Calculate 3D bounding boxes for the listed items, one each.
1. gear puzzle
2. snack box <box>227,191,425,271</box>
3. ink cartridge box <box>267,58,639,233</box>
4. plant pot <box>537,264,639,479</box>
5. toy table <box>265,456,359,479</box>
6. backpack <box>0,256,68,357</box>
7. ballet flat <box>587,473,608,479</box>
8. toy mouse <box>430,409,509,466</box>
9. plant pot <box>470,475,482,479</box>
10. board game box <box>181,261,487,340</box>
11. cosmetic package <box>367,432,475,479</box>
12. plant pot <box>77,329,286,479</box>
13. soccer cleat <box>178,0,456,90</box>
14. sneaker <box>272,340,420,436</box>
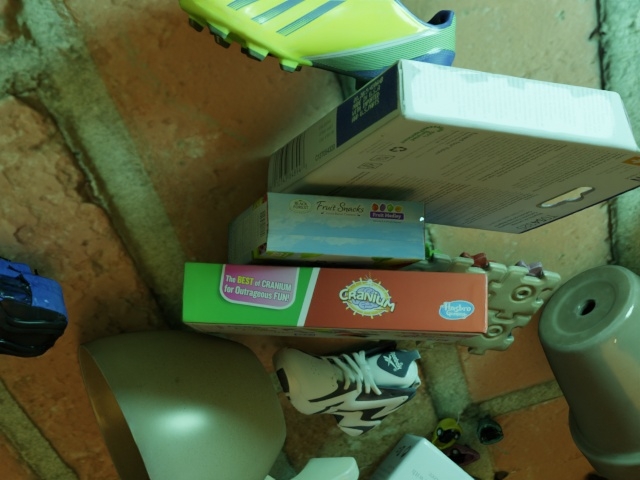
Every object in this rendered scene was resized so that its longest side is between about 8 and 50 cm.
[{"bbox_3d":[0.124,0.064,1.535,0.339,0.044,0.175,9,134,-21],"label":"gear puzzle"},{"bbox_3d":[0.000,0.000,1.322,0.175,0.070,0.207,4,169,-16],"label":"snack box"},{"bbox_3d":[0.154,-0.087,1.251,0.330,0.071,0.324,5,165,-24],"label":"ink cartridge box"},{"bbox_3d":[0.409,0.158,1.595,0.263,0.263,0.229,-34,116,19],"label":"plant pot"},{"bbox_3d":[-0.082,0.361,1.639,0.274,0.161,0.252,6,121,15],"label":"toy table"},{"bbox_3d":[-0.348,0.072,1.353,0.120,0.101,0.098,19,129,-37],"label":"backpack"},{"bbox_3d":[0.477,0.449,2.053,0.057,0.049,0.173,-35,148,-21],"label":"ballet flat"},{"bbox_3d":[0.226,0.303,1.821,0.143,0.031,0.161,11,132,-26],"label":"toy mouse"},{"bbox_3d":[0.189,0.554,1.911,0.272,0.255,0.271,-8,137,-8],"label":"plant pot"},{"bbox_3d":[0.013,0.074,1.349,0.317,0.064,0.242,2,173,-2],"label":"board game box"},{"bbox_3d":[0.077,0.520,1.695,0.453,0.230,0.161,-49,180,-8],"label":"cosmetic package"},{"bbox_3d":[-0.155,0.223,1.470,0.191,0.284,0.284,-22,141,-20],"label":"plant pot"},{"bbox_3d":[0.002,-0.220,1.179,0.289,0.093,0.121,13,100,-23],"label":"soccer cleat"},{"bbox_3d":[0.050,0.173,1.586,0.153,0.094,0.235,-33,135,16],"label":"sneaker"}]
